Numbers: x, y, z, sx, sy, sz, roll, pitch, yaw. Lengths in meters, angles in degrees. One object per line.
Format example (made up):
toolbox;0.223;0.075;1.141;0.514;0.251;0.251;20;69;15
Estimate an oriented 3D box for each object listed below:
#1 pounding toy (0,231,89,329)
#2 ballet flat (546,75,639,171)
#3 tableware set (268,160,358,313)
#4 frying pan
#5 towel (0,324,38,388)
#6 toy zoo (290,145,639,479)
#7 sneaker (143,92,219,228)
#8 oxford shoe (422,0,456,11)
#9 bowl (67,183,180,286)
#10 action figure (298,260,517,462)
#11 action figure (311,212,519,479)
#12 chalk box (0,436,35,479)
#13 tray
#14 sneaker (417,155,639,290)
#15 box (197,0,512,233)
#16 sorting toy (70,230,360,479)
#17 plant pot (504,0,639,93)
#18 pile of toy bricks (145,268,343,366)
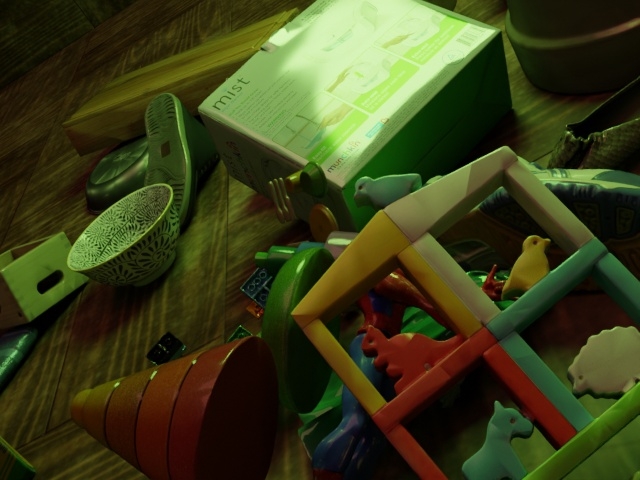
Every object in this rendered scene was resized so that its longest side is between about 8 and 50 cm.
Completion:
pounding toy;-0.469;0.086;1.375;0.206;0.094;0.181;-15;18;36
ballet flat;0.310;-0.135;0.906;0.250;0.058;0.084;-38;28;-4
tableware set;0.000;0.000;0.955;0.024;0.154;0.104;-20;3;-30
frying pan;-0.284;-0.168;1.655;0.326;0.053;0.197;-49;31;-19
towel;-0.429;0.167;1.300;0.067;0.029;0.119;-15;33;36
toy zoo;0.115;0.067;0.634;0.192;0.030;0.293;-38;69;-6
sneaker;-0.192;-0.102;1.419;0.083;0.118;0.222;-20;60;27
oxford shoe;0.066;-0.226;1.297;0.397;0.140;0.146;-42;56;-19
bowl;-0.245;0.008;1.287;0.170;0.080;0.170;-27;29;16
action figure;0.086;0.092;0.795;0.232;0.063;0.137;-36;25;7
action figure;0.073;0.094;0.699;0.139;0.091;0.280;-4;63;21
chalk box;-0.488;0.270;1.006;0.180;0.179;0.289;24;62;41
tray;-0.231;-0.275;1.669;0.411;0.076;0.203;-16;25;26
sneaker;0.181;-0.033;0.838;0.296;0.112;0.131;-2;36;42
box;0.040;-0.151;1.076;0.231;0.127;0.262;30;67;35
sorting toy;-0.065;0.072;0.729;0.126;0.127;0.365;4;22;18
plant pot;0.311;-0.367;1.036;0.323;0.280;0.323;-26;28;15
pile of toy bricks;-0.080;0.124;0.907;0.118;0.105;0.212;37;77;19
